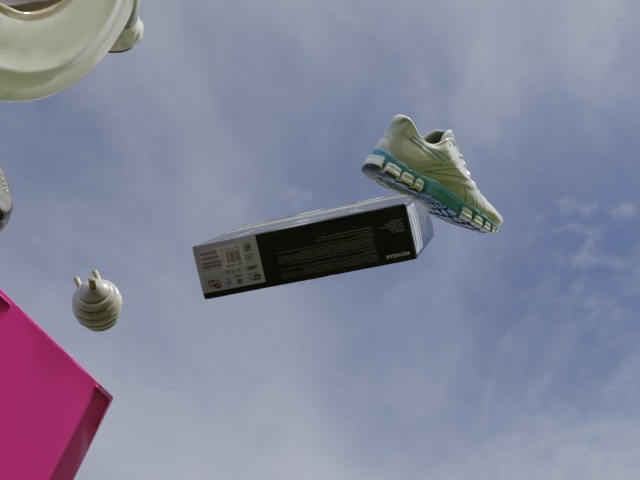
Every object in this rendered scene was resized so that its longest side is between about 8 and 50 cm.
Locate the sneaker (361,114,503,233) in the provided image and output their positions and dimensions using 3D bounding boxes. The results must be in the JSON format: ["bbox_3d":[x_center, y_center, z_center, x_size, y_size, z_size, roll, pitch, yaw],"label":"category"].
[{"bbox_3d":[0.133,-0.068,0.976,0.190,0.071,0.083,29,-100,-36],"label":"sneaker"}]

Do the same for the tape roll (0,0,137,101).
[{"bbox_3d":[-0.265,-0.257,0.751,0.286,0.100,0.286,-37,-47,-52],"label":"tape roll"}]

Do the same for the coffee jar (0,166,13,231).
[{"bbox_3d":[-0.426,-0.020,1.120,0.079,0.096,0.184,-8,-24,-36],"label":"coffee jar"}]

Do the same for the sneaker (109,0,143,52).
[{"bbox_3d":[-0.358,-0.325,1.205,0.262,0.099,0.121,3,-44,-12],"label":"sneaker"}]

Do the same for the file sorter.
[{"bbox_3d":[-0.425,0.196,1.108,0.182,0.202,0.291,7,-32,25],"label":"file sorter"}]

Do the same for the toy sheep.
[{"bbox_3d":[-0.371,0.102,1.556,0.091,0.091,0.132,-16,-36,-9],"label":"toy sheep"}]

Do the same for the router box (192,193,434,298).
[{"bbox_3d":[0.000,0.000,1.374,0.308,0.243,0.081,-11,-84,15],"label":"router box"}]
